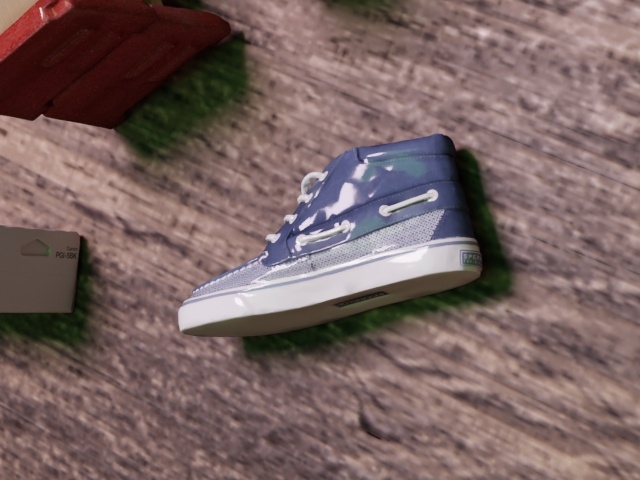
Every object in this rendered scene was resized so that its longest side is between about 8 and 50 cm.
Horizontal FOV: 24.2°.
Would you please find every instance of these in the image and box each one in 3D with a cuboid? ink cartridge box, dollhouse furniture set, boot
[{"bbox_3d":[-0.241,0.015,0.979,0.135,0.099,0.056,5,90,29],"label":"ink cartridge box"},{"bbox_3d":[-0.083,-0.243,0.863,0.374,0.152,0.201,-32,73,28],"label":"dollhouse furniture set"},{"bbox_3d":[0.000,0.000,0.879,0.190,0.069,0.086,-14,74,18],"label":"boot"}]
